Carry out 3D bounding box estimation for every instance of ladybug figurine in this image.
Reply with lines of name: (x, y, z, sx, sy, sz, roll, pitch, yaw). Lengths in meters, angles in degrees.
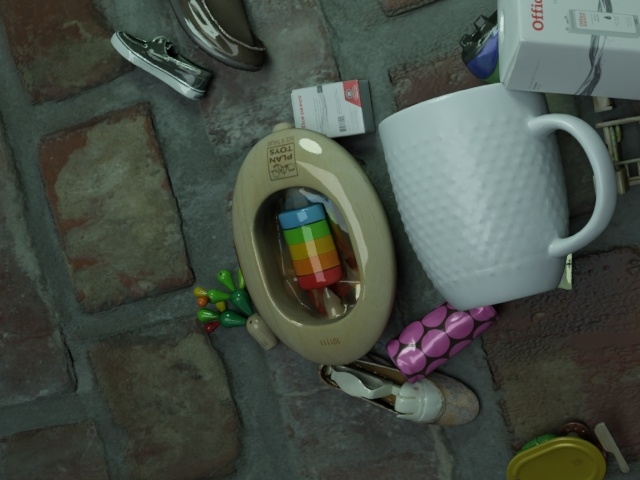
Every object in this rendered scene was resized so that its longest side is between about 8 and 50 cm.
ladybug figurine: (0.000, 0.000, 1.908, 0.305, 0.162, 0.449, -9, 99, 25)

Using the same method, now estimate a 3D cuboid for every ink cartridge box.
ink cartridge box: (0.024, -0.238, 1.919, 0.135, 0.056, 0.099, -5, 97, 25)
ink cartridge box: (0.421, -0.329, 1.583, 0.283, 0.117, 0.207, 5, 60, -2)

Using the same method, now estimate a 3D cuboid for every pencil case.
pencil case: (0.214, 0.159, 1.868, 0.209, 0.098, 0.095, -36, 120, 8)

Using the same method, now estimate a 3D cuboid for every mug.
mug: (0.297, -0.072, 1.668, 0.374, 0.276, 0.328, -17, 85, 44)

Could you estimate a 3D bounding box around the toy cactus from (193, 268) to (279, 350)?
toy cactus: (-0.144, 0.134, 2.048, 0.219, 0.112, 0.180, -33, 95, 17)

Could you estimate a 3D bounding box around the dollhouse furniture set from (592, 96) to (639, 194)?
dollhouse furniture set: (0.486, -0.174, 1.663, 0.101, 0.161, 0.182, -8, 97, 25)

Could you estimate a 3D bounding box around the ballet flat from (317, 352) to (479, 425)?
ballet flat: (0.133, 0.280, 1.936, 0.316, 0.106, 0.107, 15, 105, 21)

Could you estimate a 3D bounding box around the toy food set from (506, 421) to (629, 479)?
toy food set: (0.433, 0.379, 1.847, 0.218, 0.071, 0.128, -30, 110, 28)

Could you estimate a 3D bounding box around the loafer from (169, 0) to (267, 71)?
loafer: (-0.213, -0.472, 1.941, 0.130, 0.134, 0.366, -41, 82, 25)

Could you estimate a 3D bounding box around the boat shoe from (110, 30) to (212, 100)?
boat shoe: (-0.307, -0.359, 2.042, 0.219, 0.078, 0.070, 33, 112, 7)

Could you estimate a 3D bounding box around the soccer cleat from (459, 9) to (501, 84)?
soccer cleat: (0.360, -0.379, 1.741, 0.121, 0.093, 0.289, 38, 111, -19)

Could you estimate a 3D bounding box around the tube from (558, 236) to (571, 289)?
tube: (0.320, 0.038, 1.840, 0.240, 0.062, 0.070, 0, 141, 20)
